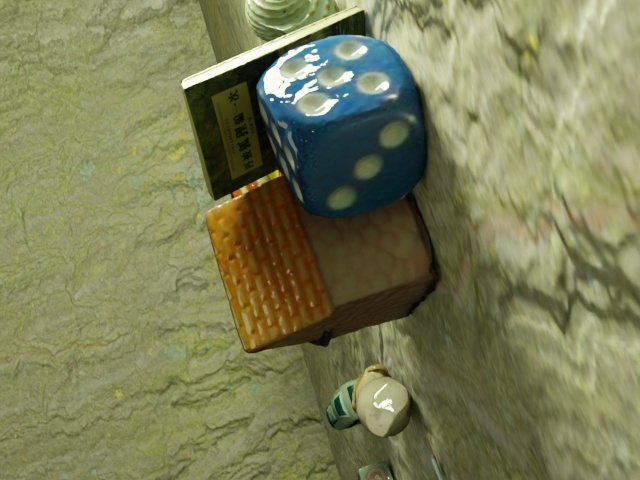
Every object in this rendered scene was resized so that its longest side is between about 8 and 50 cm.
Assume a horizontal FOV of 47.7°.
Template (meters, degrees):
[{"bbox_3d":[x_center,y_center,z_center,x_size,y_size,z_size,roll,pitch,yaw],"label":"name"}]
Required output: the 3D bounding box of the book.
[{"bbox_3d":[-0.041,-0.155,0.827,0.024,0.228,0.160,44,154,38],"label":"book"}]

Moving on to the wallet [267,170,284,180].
[{"bbox_3d":[-0.123,-0.235,1.854,0.241,0.067,0.141,-125,24,-53],"label":"wallet"}]

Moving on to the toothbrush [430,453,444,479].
[{"bbox_3d":[0.198,0.407,1.061,0.013,0.019,0.193,86,167,-60],"label":"toothbrush"}]

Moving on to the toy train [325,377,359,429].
[{"bbox_3d":[0.068,0.374,1.650,0.407,0.088,0.086,101,153,-71],"label":"toy train"}]

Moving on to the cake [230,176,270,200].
[{"bbox_3d":[-0.155,-0.105,1.979,0.262,0.158,0.159,-161,54,-78],"label":"cake"}]

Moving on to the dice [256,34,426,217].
[{"bbox_3d":[0.023,-0.118,0.762,0.146,0.146,0.143,77,170,-49],"label":"dice"}]

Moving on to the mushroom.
[{"bbox_3d":[0.100,0.267,1.206,0.212,0.088,0.096,-125,29,-85],"label":"mushroom"}]

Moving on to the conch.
[{"bbox_3d":[-0.022,-0.271,0.907,0.153,0.102,0.135,22,-150,-57],"label":"conch"}]

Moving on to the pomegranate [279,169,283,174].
[{"bbox_3d":[-0.034,-0.150,0.990,0.148,0.169,0.148,-176,90,-73],"label":"pomegranate"}]

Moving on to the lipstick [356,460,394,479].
[{"bbox_3d":[0.128,0.592,1.705,0.289,0.078,0.076,86,165,-60],"label":"lipstick"}]

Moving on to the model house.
[{"bbox_3d":[-0.009,0.022,0.917,0.237,0.238,0.202,100,151,-73],"label":"model house"}]
